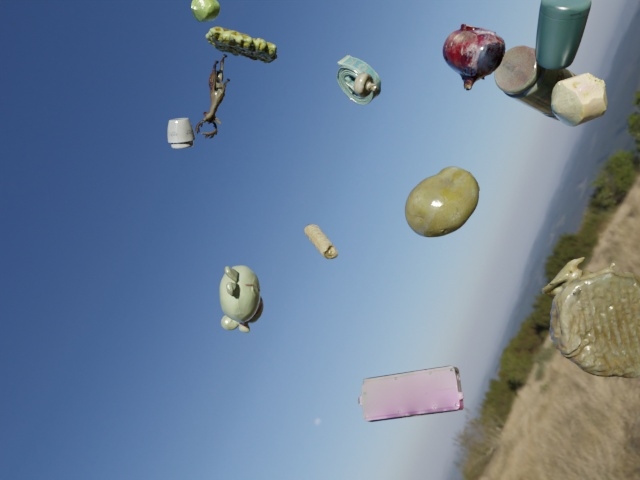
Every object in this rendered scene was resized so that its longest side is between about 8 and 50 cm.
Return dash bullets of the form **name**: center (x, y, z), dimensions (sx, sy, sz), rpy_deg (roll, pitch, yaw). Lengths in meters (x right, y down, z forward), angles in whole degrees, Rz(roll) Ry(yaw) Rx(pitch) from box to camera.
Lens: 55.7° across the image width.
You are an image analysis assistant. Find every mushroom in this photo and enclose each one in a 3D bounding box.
- **mushroom**: center (0.153, -0.506, 1.981), dimensions (0.085, 0.079, 0.085), rpy_deg (-36, -45, -47)

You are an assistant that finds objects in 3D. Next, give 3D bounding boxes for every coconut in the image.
- **coconut**: center (-0.363, -0.724, 1.890), dimensions (0.096, 0.087, 0.088), rpy_deg (-15, -53, -47)
- **coconut**: center (0.606, -0.332, 1.440), dimensions (0.122, 0.116, 0.116), rpy_deg (-22, -35, -13)

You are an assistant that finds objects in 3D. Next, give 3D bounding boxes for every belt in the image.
- **belt**: center (0.138, -0.574, 2.204), dimensions (0.082, 0.163, 0.148), rpy_deg (-42, -30, -33)

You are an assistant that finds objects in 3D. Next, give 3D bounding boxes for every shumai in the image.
- **shumai**: center (0.704, 0.192, 1.574), dimensions (0.267, 0.314, 0.262), rpy_deg (-36, 11, 6)

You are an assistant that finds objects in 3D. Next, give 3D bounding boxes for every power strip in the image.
- **power strip**: center (0.225, 0.386, 1.521), dimensions (0.037, 0.278, 0.109), rpy_deg (36, -135, -53)

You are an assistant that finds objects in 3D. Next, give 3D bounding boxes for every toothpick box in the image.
- **toothpick box**: center (0.619, -0.540, 1.564), dimensions (0.120, 0.120, 0.184), rpy_deg (-54, -30, -35)

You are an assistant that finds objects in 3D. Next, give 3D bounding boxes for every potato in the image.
- **potato**: center (0.351, -0.111, 1.744), dimensions (0.235, 0.178, 0.160), rpy_deg (-47, -7, -6)

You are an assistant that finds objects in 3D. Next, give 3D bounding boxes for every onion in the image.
- **onion**: center (0.349, -0.448, 1.459), dimensions (0.151, 0.098, 0.206), rpy_deg (-70, 21, 9)

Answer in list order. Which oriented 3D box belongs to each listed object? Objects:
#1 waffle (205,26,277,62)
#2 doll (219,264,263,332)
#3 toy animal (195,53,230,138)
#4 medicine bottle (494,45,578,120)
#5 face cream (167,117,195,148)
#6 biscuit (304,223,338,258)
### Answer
- **waffle**: center (-0.237, -0.595, 1.838), dimensions (0.204, 0.223, 0.054), rpy_deg (-122, 46, -80)
- **doll**: center (-0.193, 0.139, 1.501), dimensions (0.275, 0.113, 0.155), rpy_deg (109, 160, -64)
- **toy animal**: center (-0.389, -0.535, 2.257), dimensions (0.260, 0.087, 0.244), rpy_deg (120, 160, -49)
- **medicine bottle**: center (0.675, -0.477, 1.851), dimensions (0.322, 0.151, 0.151), rpy_deg (8, -75, -42)
- **face cream**: center (-0.461, -0.354, 2.003), dimensions (0.091, 0.091, 0.095), rpy_deg (-35, -55, -58)
- **biscuit**: center (0.000, 0.000, 2.074), dimensions (0.219, 0.061, 0.055), rpy_deg (-126, 48, -59)
